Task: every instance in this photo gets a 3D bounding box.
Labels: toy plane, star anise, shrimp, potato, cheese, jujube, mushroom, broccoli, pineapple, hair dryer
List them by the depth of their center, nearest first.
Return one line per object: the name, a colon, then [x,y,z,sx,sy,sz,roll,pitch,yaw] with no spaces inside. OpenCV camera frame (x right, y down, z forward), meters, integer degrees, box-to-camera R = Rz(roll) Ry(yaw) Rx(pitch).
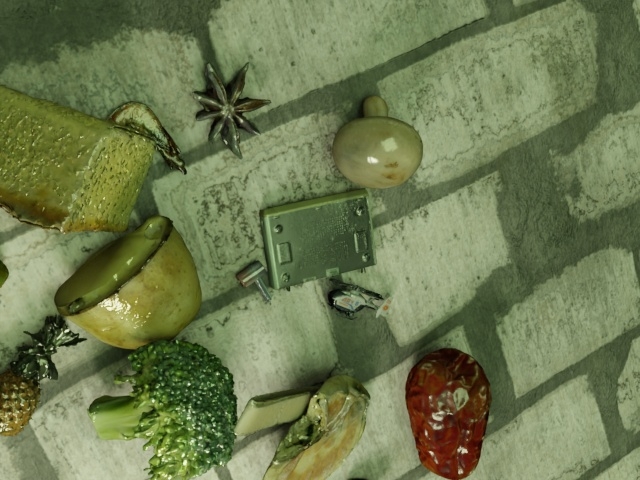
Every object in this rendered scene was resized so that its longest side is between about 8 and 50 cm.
pineapple: [-0.584,0.263,1.663,0.125,0.125,0.251,40,75,-26]
potato: [-0.362,0.109,1.686,0.285,0.242,0.242,-48,116,-26]
broccoli: [-0.293,0.358,1.699,0.338,0.317,0.277,7,67,-54]
shrimp: [-0.375,-0.184,1.717,0.148,0.035,0.195,-42,110,-14]
star anise: [-0.194,-0.286,1.770,0.180,0.061,0.204,-42,114,-14]
cheese: [-0.079,0.366,1.826,0.085,0.034,0.400,-67,159,5]
mushroom: [0.130,-0.229,1.878,0.207,0.207,0.215,19,57,-27]
hair dryer: [-0.140,0.106,1.886,0.063,0.037,0.114,-35,119,-14]
toy plane: [0.088,0.147,1.980,0.197,0.053,0.078,18,105,-31]
jujube: [0.319,0.446,2.084,0.216,0.216,0.342,-17,118,-22]

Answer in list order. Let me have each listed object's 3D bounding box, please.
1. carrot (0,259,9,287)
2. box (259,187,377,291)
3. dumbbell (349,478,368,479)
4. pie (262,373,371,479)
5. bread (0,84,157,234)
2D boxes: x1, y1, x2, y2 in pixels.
carrot: [-0.737,-0.032,1.556,0.074,0.074,0.358,-47,114,-11]
box: [0.000,0.000,1.924,0.270,0.045,0.211,-12,103,-23]
dumbbell: [0.097,0.702,2.068,0.100,0.100,0.191,5,97,-26]
pie: [-0.003,0.462,1.936,0.337,0.075,0.337,-35,143,-32]
bread: [-0.520,-0.150,1.627,0.248,0.315,0.279,-67,157,4]
